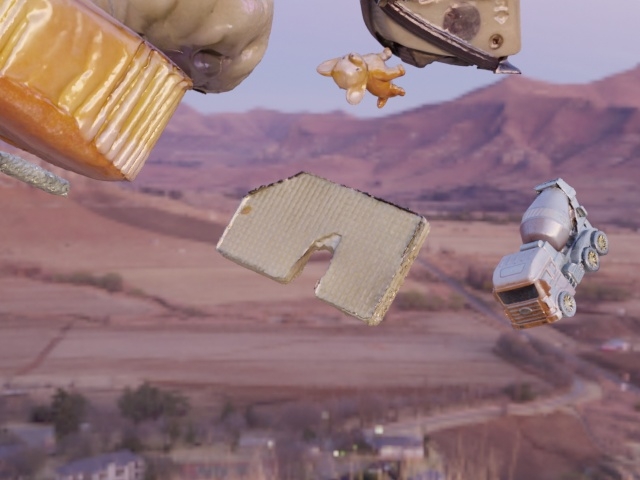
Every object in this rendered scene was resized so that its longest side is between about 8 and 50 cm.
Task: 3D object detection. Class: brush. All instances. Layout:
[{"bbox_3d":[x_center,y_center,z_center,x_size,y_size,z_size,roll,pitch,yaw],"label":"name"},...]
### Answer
[{"bbox_3d":[-0.229,-0.064,0.519,0.205,0.011,0.083,20,-3,10],"label":"brush"}]

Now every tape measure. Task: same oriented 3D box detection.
[{"bbox_3d":[0.158,-0.339,1.437,0.231,0.271,0.133,-13,22,-14],"label":"tape measure"}]

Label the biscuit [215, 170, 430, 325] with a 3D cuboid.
[{"bbox_3d":[0.000,0.000,1.284,0.250,0.147,0.046,22,-11,29],"label":"biscuit"}]

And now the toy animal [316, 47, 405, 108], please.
[{"bbox_3d":[0.042,-0.165,1.087,0.083,0.060,0.081,-19,-28,-25],"label":"toy animal"}]

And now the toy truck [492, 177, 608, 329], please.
[{"bbox_3d":[0.361,0.018,1.682,0.108,0.140,0.257,-18,24,45],"label":"toy truck"}]

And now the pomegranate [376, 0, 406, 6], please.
[{"bbox_3d":[0.078,-0.356,1.239,0.130,0.130,0.130,0,5,0],"label":"pomegranate"}]

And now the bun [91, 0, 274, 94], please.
[{"bbox_3d":[-0.188,-0.272,1.302,0.272,0.168,0.273,0,-29,0],"label":"bun"}]

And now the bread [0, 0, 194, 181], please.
[{"bbox_3d":[-0.271,-0.164,0.959,0.204,0.156,0.288,29,-5,45],"label":"bread"}]
